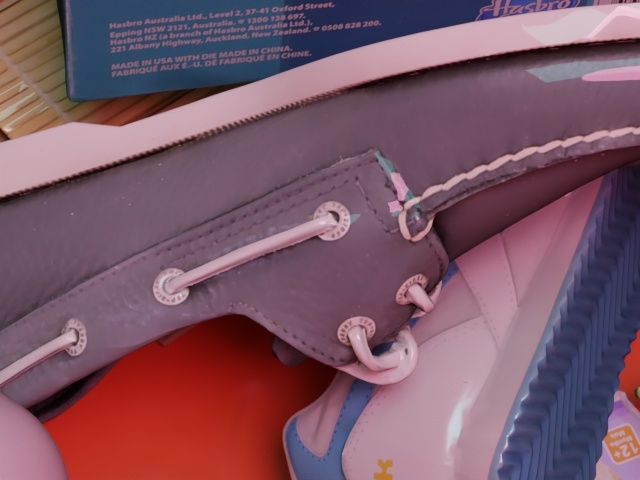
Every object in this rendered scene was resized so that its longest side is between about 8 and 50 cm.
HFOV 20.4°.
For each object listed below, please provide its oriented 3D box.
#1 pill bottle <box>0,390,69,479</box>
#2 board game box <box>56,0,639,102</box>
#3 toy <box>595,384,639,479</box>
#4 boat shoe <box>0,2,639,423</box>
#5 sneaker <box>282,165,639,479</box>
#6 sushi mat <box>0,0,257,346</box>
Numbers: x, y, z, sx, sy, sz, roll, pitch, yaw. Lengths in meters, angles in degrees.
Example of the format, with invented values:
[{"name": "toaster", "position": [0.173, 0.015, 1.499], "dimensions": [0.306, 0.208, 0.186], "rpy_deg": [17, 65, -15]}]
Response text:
[{"name": "pill bottle", "position": [-0.200, 0.079, 0.498], "dimensions": [0.323, 0.181, 0.181], "rpy_deg": [32, 64, 10]}, {"name": "board game box", "position": [0.005, -0.214, 0.696], "dimensions": [0.254, 0.079, 0.336], "rpy_deg": [-7, 53, -11]}, {"name": "toy", "position": [0.175, 0.139, 0.583], "dimensions": [0.137, 0.056, 0.237], "rpy_deg": [-19, 67, -14]}, {"name": "boat shoe", "position": [0.000, 0.000, 0.562], "dimensions": [0.319, 0.116, 0.099], "rpy_deg": [-13, 83, 16]}, {"name": "sneaker", "position": [0.066, 0.008, 0.619], "dimensions": [0.092, 0.087, 0.229], "rpy_deg": [3, 42, 31]}, {"name": "sushi mat", "position": [0.016, -0.098, 0.706], "dimensions": [0.316, 0.019, 0.151], "rpy_deg": [-34, 72, -21]}]
